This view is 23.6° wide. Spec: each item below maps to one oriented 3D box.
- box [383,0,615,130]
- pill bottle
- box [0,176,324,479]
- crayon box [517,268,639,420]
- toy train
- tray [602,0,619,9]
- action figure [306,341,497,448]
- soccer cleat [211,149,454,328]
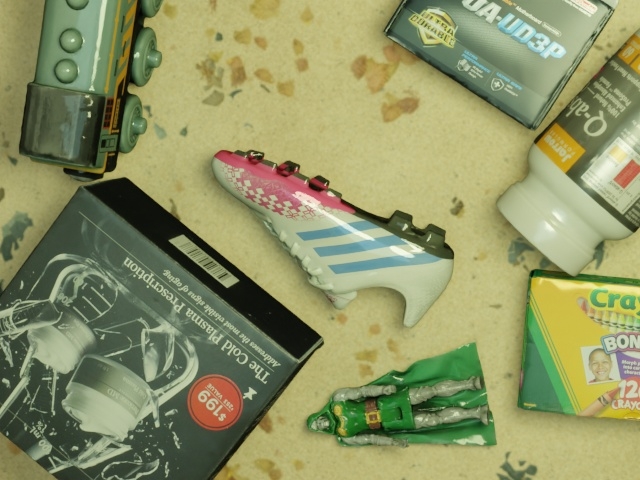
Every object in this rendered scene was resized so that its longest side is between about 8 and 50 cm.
[{"bbox_3d":[0.213,-0.261,1.835,0.220,0.051,0.175,34,100,5],"label":"box"},{"bbox_3d":[0.346,-0.102,1.804,0.162,0.162,0.278,43,100,3],"label":"pill bottle"},{"bbox_3d":[-0.231,0.149,1.914,0.343,0.179,0.312,38,101,4],"label":"box"},{"bbox_3d":[0.386,0.131,1.860,0.278,0.081,0.165,5,96,9],"label":"crayon box"},{"bbox_3d":[-0.278,-0.233,1.878,0.142,0.190,0.334,12,97,7],"label":"toy train"},{"bbox_3d":[0.215,-0.317,1.871,0.270,0.030,0.145,39,101,4],"label":"tray"},{"bbox_3d":[0.095,0.215,1.930,0.232,0.063,0.137,-11,97,14],"label":"action figure"},{"bbox_3d":[0.000,0.000,1.893,0.331,0.116,0.143,24,99,6],"label":"soccer cleat"}]
